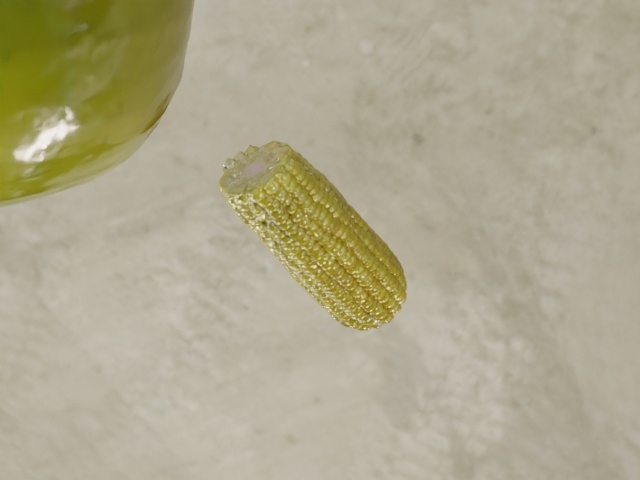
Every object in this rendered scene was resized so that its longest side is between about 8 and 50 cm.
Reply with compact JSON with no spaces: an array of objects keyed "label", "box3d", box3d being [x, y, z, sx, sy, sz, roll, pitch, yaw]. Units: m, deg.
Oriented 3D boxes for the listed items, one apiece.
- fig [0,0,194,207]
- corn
[{"label":"fig","box3d":[-0.250,-0.173,0.826,0.343,0.343,0.343,16,136,16]},{"label":"corn","box3d":[0.000,0.000,1.257,0.093,0.093,0.244,-8,143,35]}]
